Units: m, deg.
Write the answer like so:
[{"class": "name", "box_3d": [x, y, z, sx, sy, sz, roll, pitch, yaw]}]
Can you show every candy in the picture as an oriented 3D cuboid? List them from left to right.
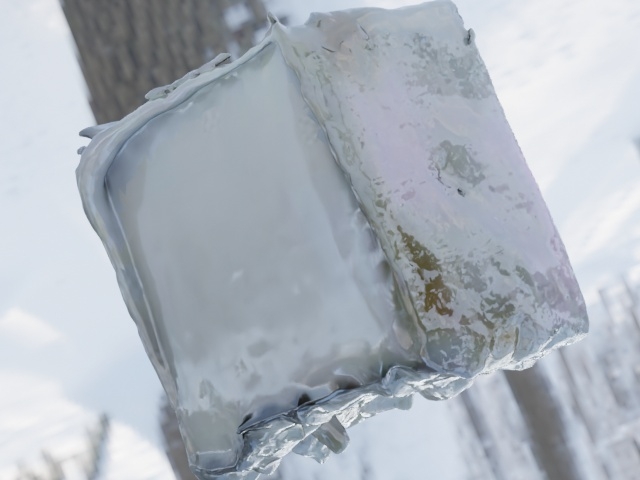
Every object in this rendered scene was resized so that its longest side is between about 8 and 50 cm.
[{"class": "candy", "box_3d": [0.000, 0.000, 0.799, 0.185, 0.195, 0.137, -28, 173, 41]}]
